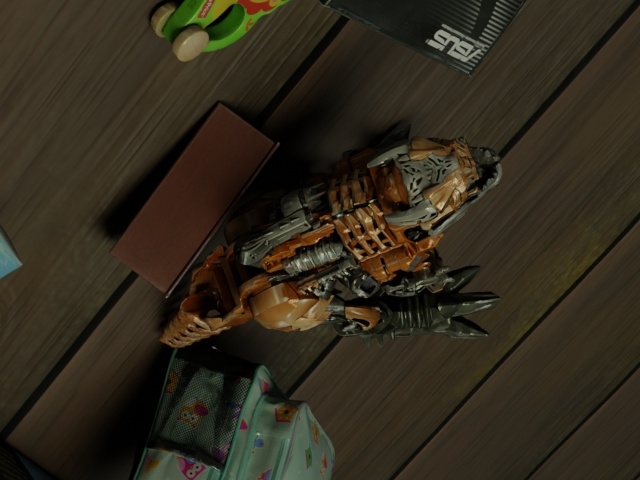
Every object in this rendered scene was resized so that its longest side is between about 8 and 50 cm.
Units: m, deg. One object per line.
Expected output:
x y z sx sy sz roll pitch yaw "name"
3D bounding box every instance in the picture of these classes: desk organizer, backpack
-0.087 -0.028 1.093 0.130 0.050 0.047 -54 -176 -1 "desk organizer"
-0.077 0.199 1.254 0.188 0.144 0.166 -63 159 -19 "backpack"

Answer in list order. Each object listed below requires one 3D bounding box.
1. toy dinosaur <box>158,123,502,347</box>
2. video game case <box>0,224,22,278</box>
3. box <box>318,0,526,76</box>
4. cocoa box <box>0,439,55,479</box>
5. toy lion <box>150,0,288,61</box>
0.000 0.000 1.132 0.218 0.322 0.164 -5 93 -50 "toy dinosaur"
-0.330 0.009 0.886 0.269 0.061 0.244 -33 150 -8 "video game case"
0.095 -0.209 1.029 0.184 0.045 0.191 -55 148 13 "box"
-0.253 0.324 1.224 0.231 0.228 0.347 -36 150 -2 "cocoa box"
-0.046 -0.159 0.985 0.096 0.034 0.100 -9 140 -50 "toy lion"
